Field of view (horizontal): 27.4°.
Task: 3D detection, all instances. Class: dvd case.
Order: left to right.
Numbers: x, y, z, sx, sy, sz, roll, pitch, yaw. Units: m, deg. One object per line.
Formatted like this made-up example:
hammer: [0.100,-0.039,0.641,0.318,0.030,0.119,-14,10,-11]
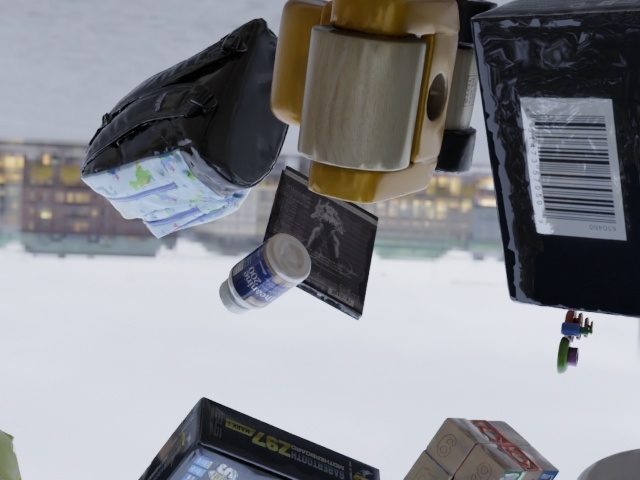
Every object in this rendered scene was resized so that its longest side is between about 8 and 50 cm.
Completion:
dvd case: [0.000,0.000,1.871,0.164,0.018,0.221,29,-142,-14]

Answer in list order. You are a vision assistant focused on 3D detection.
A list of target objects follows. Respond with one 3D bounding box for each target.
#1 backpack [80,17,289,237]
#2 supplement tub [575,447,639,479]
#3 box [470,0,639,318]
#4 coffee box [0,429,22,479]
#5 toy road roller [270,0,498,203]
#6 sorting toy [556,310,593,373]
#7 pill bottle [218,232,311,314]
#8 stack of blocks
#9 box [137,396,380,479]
backpack: [-0.211,-0.148,2.013,0.355,0.290,0.273,-8,138,32]
supplement tub: [0.382,0.386,1.464,0.191,0.272,0.191,-7,-164,2]
box: [0.362,-0.129,1.322,0.212,0.294,0.395,5,-156,42]
coffee box: [-0.572,0.339,1.533,0.338,0.334,0.337,42,-176,-29]
toy road roller: [0.032,-0.175,1.428,0.240,0.203,0.329,14,-164,24]
sorting toy: [0.349,0.135,1.785,0.042,0.102,0.061,7,143,17]
pill bottle: [-0.073,0.046,1.645,0.067,0.067,0.120,-1,153,-46]
stack of blocks: [0.100,0.327,1.369,0.087,0.297,0.171,42,-164,31]
box: [-0.081,0.259,1.180,0.183,0.233,0.059,25,-145,-20]
